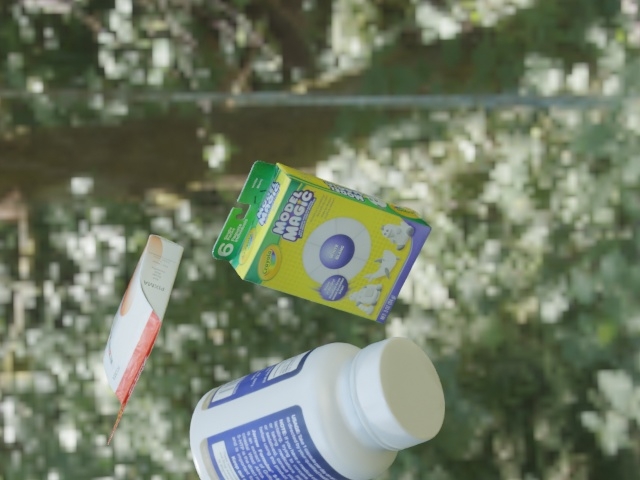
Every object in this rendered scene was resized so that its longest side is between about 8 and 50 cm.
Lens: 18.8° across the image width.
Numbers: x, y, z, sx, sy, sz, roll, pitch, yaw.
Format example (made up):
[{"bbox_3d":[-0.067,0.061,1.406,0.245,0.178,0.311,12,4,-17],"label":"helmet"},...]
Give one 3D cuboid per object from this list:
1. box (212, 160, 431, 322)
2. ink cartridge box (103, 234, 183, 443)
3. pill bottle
[{"bbox_3d":[0.000,0.000,1.730,0.105,0.179,0.043,-64,28,14],"label":"box"},{"bbox_3d":[-0.201,0.104,2.039,0.179,0.045,0.145,-74,8,-48],"label":"ink cartridge box"},{"bbox_3d":[-0.001,0.143,1.526,0.187,0.112,0.112,-23,60,34],"label":"pill bottle"}]
